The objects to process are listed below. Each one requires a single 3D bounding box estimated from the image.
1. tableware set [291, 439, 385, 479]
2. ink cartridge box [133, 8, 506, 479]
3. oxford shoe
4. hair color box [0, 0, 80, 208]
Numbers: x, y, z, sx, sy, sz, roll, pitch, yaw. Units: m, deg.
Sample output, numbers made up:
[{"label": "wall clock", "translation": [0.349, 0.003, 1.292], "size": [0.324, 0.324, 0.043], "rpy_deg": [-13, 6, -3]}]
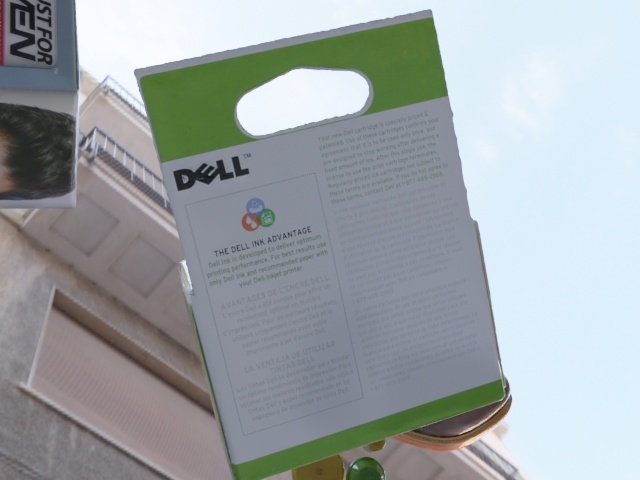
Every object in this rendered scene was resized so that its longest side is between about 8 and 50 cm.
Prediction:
[{"label": "tableware set", "translation": [-0.011, 0.179, 0.676], "size": [0.154, 0.024, 0.104], "rpy_deg": [11, -104, -9]}, {"label": "ink cartridge box", "translation": [0.000, 0.000, 0.488], "size": [0.188, 0.097, 0.255], "rpy_deg": [-15, -78, -12]}, {"label": "oxford shoe", "translation": [0.113, 0.165, 0.896], "size": [0.363, 0.130, 0.133], "rpy_deg": [5, -65, -36]}, {"label": "hair color box", "translation": [-0.369, -0.108, 0.530], "size": [0.374, 0.185, 0.114], "rpy_deg": [-2, -112, -19]}]
